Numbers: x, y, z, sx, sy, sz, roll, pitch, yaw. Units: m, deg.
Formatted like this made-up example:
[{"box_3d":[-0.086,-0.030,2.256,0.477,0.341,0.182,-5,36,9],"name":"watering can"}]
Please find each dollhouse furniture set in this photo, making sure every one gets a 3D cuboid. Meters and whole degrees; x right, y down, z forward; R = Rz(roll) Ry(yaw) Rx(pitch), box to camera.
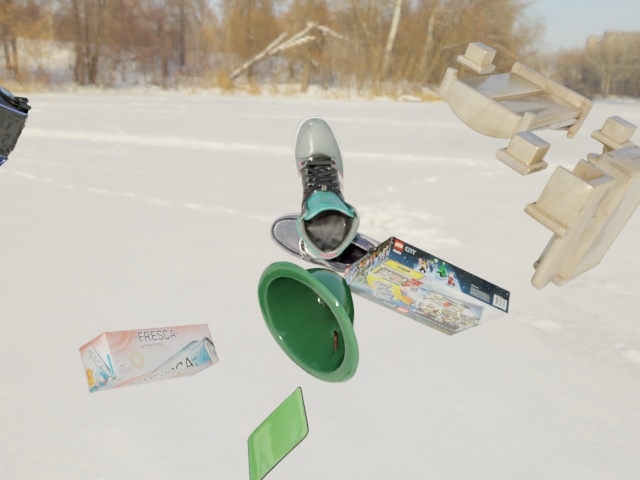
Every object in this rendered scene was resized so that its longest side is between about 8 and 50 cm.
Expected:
[{"box_3d":[0.240,-0.116,0.882,0.303,0.173,0.355,-17,47,-43],"name":"dollhouse furniture set"}]

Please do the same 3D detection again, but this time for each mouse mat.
[{"box_3d":[-0.093,0.415,1.373,0.007,0.189,0.152,37,17,-24],"name":"mouse mat"}]

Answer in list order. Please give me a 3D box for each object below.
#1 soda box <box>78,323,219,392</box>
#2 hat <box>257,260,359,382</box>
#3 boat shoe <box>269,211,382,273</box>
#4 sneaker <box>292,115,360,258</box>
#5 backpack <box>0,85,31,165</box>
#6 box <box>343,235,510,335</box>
[{"box_3d":[-0.223,0.153,0.859,0.058,0.063,0.183,-30,-19,29],"name":"soda box"},{"box_3d":[0.031,0.069,0.889,0.208,0.173,0.184,32,44,33],"name":"hat"},{"box_3d":[0.000,0.000,1.555,0.341,0.127,0.158,15,-2,25],"name":"boat shoe"},{"box_3d":[0.004,-0.096,1.271,0.124,0.295,0.178,-8,12,-5],"name":"sneaker"},{"box_3d":[-0.495,-0.176,0.873,0.158,0.116,0.173,21,5,-39],"name":"backpack"},{"box_3d":[0.173,0.083,1.084,0.233,0.044,0.159,25,-29,-16],"name":"box"}]
